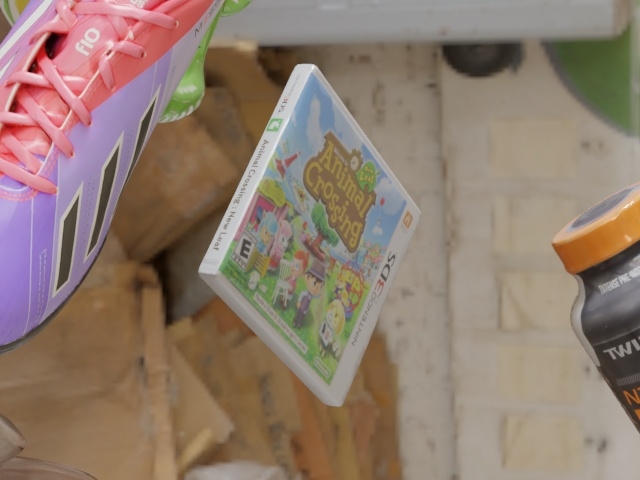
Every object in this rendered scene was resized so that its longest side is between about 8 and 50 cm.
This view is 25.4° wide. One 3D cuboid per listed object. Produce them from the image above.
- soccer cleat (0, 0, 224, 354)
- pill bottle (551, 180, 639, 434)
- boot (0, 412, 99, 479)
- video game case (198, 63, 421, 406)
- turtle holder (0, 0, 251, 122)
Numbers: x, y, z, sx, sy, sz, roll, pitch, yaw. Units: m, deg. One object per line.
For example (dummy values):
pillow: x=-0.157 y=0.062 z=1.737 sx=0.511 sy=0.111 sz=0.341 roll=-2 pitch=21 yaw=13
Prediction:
soccer cleat: x=-0.124 y=-0.087 z=0.741 sx=0.318 sy=0.108 sz=0.116 roll=-65 pitch=-171 yaw=-31
pill bottle: x=0.265 y=0.078 z=1.011 sx=0.246 sy=0.130 sz=0.130 roll=56 pitch=23 yaw=-2
boot: x=-0.100 y=0.069 z=0.424 sx=0.114 sy=0.106 sz=0.037 roll=136 pitch=-49 yaw=-56
video game case: x=0.000 y=0.000 z=1.128 sx=0.212 sy=0.023 sz=0.193 roll=50 pitch=55 yaw=-46
turtle holder: x=-0.226 y=-0.261 z=1.449 sx=0.227 sy=0.243 sz=0.320 roll=7 pitch=85 yaw=-51
